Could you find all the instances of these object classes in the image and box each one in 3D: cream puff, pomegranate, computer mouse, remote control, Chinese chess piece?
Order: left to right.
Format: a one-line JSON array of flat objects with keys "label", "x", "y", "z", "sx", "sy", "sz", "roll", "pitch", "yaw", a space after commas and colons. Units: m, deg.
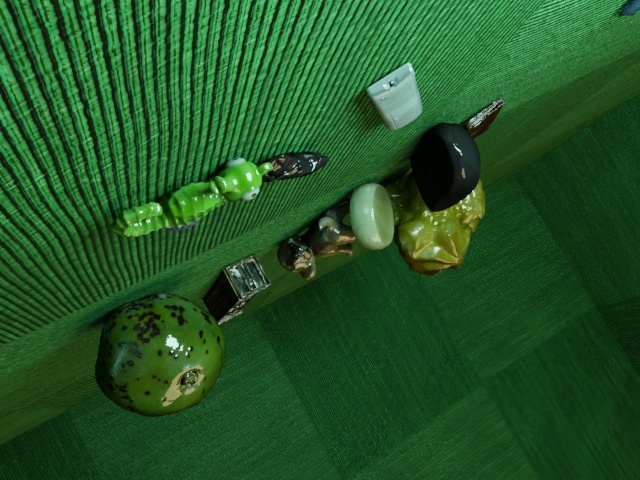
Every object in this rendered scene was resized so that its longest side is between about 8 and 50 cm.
[{"label": "pomegranate", "x": -0.317, "y": 0.217, "z": 1.091, "sx": 0.254, "sy": 0.254, "sz": 0.270, "roll": -24, "pitch": -156, "yaw": -37}, {"label": "Chinese chess piece", "x": 0.110, "y": -0.051, "z": 1.190, "sx": 0.058, "sy": 0.144, "sz": 0.144, "roll": -6, "pitch": -176, "yaw": 26}, {"label": "remote control", "x": 0.099, "y": -0.177, "z": 0.709, "sx": 0.061, "sy": 0.029, "sz": 0.162, "roll": -32, "pitch": 172, "yaw": 12}, {"label": "cream puff", "x": 0.298, "y": -0.061, "z": 1.387, "sx": 0.274, "sy": 0.270, "sz": 0.323, "roll": -35, "pitch": 174, "yaw": 5}, {"label": "computer mouse", "x": 0.251, "y": -0.147, "z": 1.079, "sx": 0.086, "sy": 0.138, "sz": 0.270, "roll": -19, "pitch": 171, "yaw": -6}]

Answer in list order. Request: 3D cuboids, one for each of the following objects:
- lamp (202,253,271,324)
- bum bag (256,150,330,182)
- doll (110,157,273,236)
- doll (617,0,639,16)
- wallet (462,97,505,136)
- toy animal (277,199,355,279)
[{"label": "lamp", "x": -0.217, "y": 0.131, "z": 1.403, "sx": 0.090, "sy": 0.089, "sz": 0.325, "roll": -25, "pitch": 173, "yaw": -26}, {"label": "bum bag", "x": -0.036, "y": -0.097, "z": 0.717, "sx": 0.057, "sy": 0.034, "sz": 0.124, "roll": -23, "pitch": 177, "yaw": 35}, {"label": "doll", "x": -0.139, "y": -0.046, "z": 0.622, "sx": 0.190, "sy": 0.050, "sz": 0.115, "roll": -25, "pitch": 176, "yaw": -15}, {"label": "doll", "x": 0.519, "y": -0.391, "z": 0.877, "sx": 0.037, "sy": 0.027, "sz": 0.125, "roll": -27, "pitch": 176, "yaw": -15}, {"label": "wallet", "x": 0.332, "y": -0.244, "z": 1.177, "sx": 0.095, "sy": 0.026, "sz": 0.176, "roll": -35, "pitch": 173, "yaw": 4}, {"label": "toy animal", "x": 0.007, "y": 0.002, "z": 1.302, "sx": 0.168, "sy": 0.121, "sz": 0.233, "roll": -10, "pitch": 160, "yaw": -36}]
